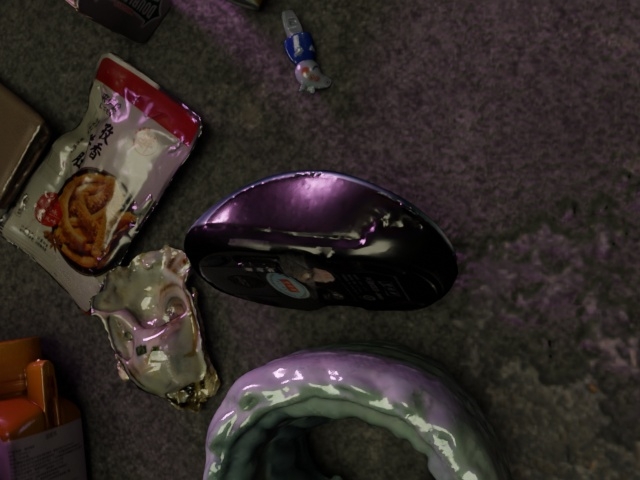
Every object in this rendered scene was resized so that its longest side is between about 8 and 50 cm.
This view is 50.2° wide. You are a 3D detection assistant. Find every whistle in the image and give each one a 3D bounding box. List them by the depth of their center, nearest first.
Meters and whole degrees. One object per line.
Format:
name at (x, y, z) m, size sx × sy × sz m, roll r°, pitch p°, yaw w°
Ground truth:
whistle at (-0.016, -0.177, 0.642) m, size 0.033 × 0.029 × 0.083 m, roll -18°, pitch 87°, yaw -21°

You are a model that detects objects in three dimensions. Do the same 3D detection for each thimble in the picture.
thimble at (0.038, 0.188, 0.536) m, size 0.250 × 0.172 × 0.204 m, roll 31°, pitch 96°, yaw 18°

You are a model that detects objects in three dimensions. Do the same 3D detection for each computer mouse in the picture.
computer mouse at (0.000, 0.000, 0.579) m, size 0.234 × 0.137 × 0.096 m, roll 1°, pitch 68°, yaw 19°

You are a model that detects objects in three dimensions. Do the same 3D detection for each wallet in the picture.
wallet at (-0.360, -0.113, 0.739) m, size 0.153 × 0.039 × 0.118 m, roll 38°, pitch 99°, yaw 22°

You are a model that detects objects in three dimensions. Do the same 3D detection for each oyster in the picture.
oyster at (-0.160, 0.092, 0.664) m, size 0.109 × 0.053 × 0.165 m, roll -15°, pitch 74°, yaw -10°

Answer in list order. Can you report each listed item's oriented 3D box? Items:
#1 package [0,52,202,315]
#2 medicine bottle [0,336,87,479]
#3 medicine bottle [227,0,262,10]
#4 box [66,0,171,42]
package at (-0.228, -0.059, 0.702) m, size 0.154 × 0.030 × 0.239 m, roll 38°, pitch 100°, yaw 17°
medicine bottle at (-0.323, 0.213, 0.680) m, size 0.150 × 0.112 × 0.222 m, roll -8°, pitch 86°, yaw 17°
medicine bottle at (-0.045, -0.329, 0.634) m, size 0.074 × 0.074 × 0.218 m, roll 25°, pitch 97°, yaw 17°
box at (-0.264, -0.293, 0.676) m, size 0.224 × 0.120 × 0.069 m, roll 39°, pitch 100°, yaw 16°
